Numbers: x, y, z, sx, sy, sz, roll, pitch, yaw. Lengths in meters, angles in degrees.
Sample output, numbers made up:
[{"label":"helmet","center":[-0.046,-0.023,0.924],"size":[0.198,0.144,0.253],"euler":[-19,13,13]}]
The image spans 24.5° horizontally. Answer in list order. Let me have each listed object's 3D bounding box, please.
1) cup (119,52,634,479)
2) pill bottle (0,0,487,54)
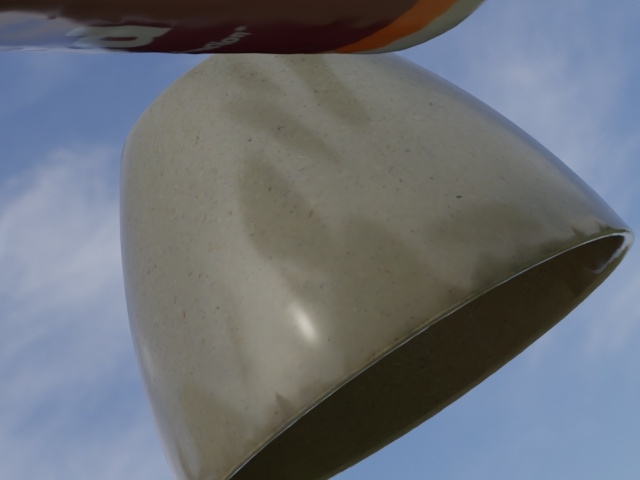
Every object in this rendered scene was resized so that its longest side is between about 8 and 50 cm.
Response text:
[{"label":"cup","center":[0.000,0.000,0.968],"size":[0.331,0.237,0.331],"euler":[-31,-16,-10]},{"label":"pill bottle","center":[-0.110,-0.173,0.491],"size":[0.392,0.224,0.224],"euler":[-6,-44,-43]}]
